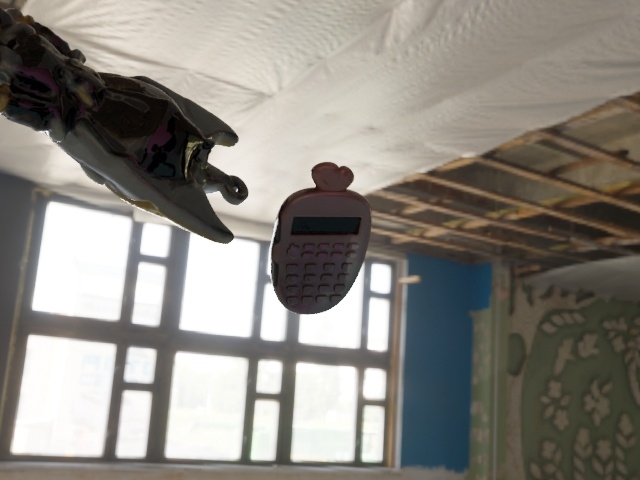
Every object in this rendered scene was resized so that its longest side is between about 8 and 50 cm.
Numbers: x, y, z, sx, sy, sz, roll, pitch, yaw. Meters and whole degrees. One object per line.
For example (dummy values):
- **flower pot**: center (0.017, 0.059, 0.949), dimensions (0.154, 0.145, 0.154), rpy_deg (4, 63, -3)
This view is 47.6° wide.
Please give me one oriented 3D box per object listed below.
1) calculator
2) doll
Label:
- **calculator**: center (0.000, 0.000, 0.722), dimensions (0.103, 0.166, 0.024), rpy_deg (0, 24, -23)
- **doll**: center (-0.191, -0.107, 0.656), dimensions (0.316, 0.103, 0.145), rpy_deg (33, 13, -35)
